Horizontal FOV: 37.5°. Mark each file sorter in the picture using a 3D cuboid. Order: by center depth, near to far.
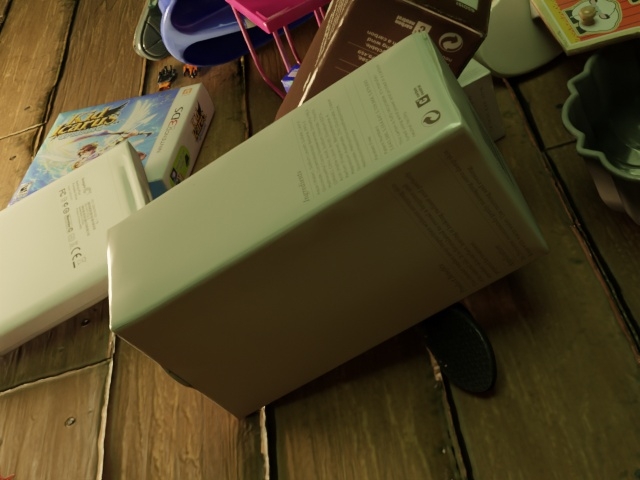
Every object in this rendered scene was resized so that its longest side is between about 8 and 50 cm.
[{"bbox_3d":[0.034,-0.345,1.427,0.291,0.182,0.202,-30,38,-9],"label":"file sorter"}]

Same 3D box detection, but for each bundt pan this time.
[{"bbox_3d":[0.432,-0.117,1.004,0.331,0.124,0.330,-14,39,11],"label":"bundt pan"}]

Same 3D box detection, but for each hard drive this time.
[{"bbox_3d":[-0.382,0.028,1.263,0.353,0.047,0.233,-29,46,3],"label":"hard drive"}]

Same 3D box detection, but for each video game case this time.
[{"bbox_3d":[-0.319,-0.130,1.455,0.270,0.061,0.244,-9,40,18],"label":"video game case"}]

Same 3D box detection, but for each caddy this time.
[{"bbox_3d":[-0.121,-0.424,1.541,0.341,0.241,0.179,-31,66,-9],"label":"caddy"}]

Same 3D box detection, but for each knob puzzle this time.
[{"bbox_3d":[0.354,-0.304,1.119,0.213,0.030,0.213,-9,47,9],"label":"knob puzzle"}]

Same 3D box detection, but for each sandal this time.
[{"bbox_3d":[0.130,0.087,0.973,0.040,0.067,0.179,3,29,-35],"label":"sandal"}]

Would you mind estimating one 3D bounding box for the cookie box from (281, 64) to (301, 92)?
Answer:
[{"bbox_3d":[0.007,-0.190,1.319,0.092,0.107,0.040,11,51,36],"label":"cookie box"}]

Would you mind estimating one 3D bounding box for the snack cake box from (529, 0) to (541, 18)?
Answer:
[{"bbox_3d":[0.408,-0.386,1.244,0.265,0.152,0.089,-7,4,-3],"label":"snack cake box"}]

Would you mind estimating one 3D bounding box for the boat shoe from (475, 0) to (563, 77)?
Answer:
[{"bbox_3d":[0.331,-0.361,1.368,0.340,0.127,0.158,-47,7,-6],"label":"boat shoe"}]

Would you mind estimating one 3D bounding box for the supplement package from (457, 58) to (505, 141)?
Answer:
[{"bbox_3d":[0.149,-0.193,1.253,0.105,0.105,0.179,-29,39,-6],"label":"supplement package"}]

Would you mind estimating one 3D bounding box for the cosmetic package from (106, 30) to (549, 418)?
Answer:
[{"bbox_3d":[0.000,0.000,0.941,0.385,0.217,0.156,-28,44,15],"label":"cosmetic package"}]

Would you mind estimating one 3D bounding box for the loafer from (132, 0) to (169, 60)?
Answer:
[{"bbox_3d":[-0.279,-0.459,1.728,0.084,0.096,0.267,22,86,57],"label":"loafer"}]

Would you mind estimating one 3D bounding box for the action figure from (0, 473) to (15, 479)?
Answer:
[{"bbox_3d":[-0.360,0.326,0.916,0.280,0.091,0.139,-28,47,-5],"label":"action figure"}]

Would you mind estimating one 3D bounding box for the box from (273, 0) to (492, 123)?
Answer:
[{"bbox_3d":[0.049,-0.182,1.069,0.143,0.381,0.191,21,50,-8],"label":"box"}]

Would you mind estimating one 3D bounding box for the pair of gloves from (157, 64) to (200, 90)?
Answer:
[{"bbox_3d":[-0.248,-0.294,1.650,0.083,0.010,0.074,-21,39,7],"label":"pair of gloves"}]
